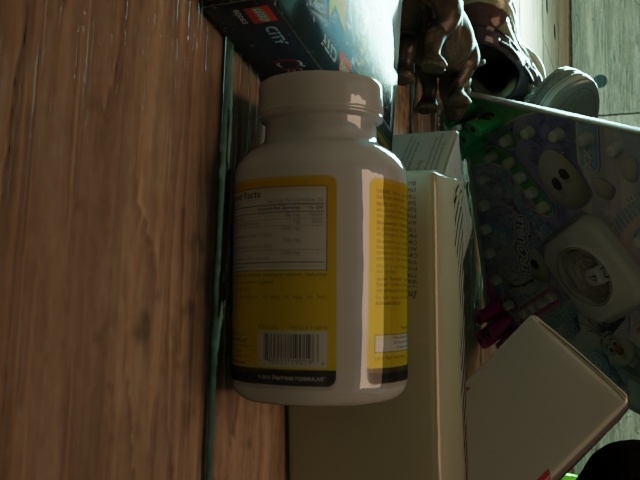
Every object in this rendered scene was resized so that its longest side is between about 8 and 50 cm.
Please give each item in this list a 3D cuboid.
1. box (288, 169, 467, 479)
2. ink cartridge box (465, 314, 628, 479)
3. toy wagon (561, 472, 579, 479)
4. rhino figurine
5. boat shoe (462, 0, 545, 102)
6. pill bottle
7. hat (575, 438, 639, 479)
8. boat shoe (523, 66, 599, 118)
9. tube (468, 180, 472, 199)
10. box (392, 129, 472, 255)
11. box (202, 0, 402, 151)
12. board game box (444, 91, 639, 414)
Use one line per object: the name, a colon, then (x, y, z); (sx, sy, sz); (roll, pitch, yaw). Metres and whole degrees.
box: (0.042, 0.090, 0.557); (0.094, 0.113, 0.275); (-3, 93, -69)
ink cartridge box: (0.214, 0.205, 0.839); (0.207, 0.117, 0.283); (-48, 156, 5)
toy wagon: (0.317, 0.441, 1.063); (0.344, 0.068, 0.267); (-149, -115, -79)
rhino figurine: (0.134, -0.192, 0.844); (0.243, 0.073, 0.106); (26, 68, -67)
boat shoe: (0.241, -0.234, 1.082); (0.285, 0.103, 0.092); (42, 59, -59)
pill bottle: (0.000, 0.000, 0.464); (0.103, 0.103, 0.184); (10, 80, -67)
hat: (0.278, 0.347, 0.809); (0.331, 0.134, 0.331); (-167, -90, -79)
boat shoe: (0.301, -0.143, 1.122); (0.103, 0.118, 0.320); (57, -9, 22)
tube: (0.267, 0.022, 1.124); (0.070, 0.062, 0.240); (-62, 137, -78)
box: (0.074, -0.024, 0.667); (0.102, 0.087, 0.101); (-64, 146, -49)
box: (0.002, -0.168, 0.555); (0.233, 0.044, 0.159); (41, 51, -61)
board game box: (0.312, 0.042, 0.932); (0.050, 0.390, 0.389); (-30, 123, -25)
